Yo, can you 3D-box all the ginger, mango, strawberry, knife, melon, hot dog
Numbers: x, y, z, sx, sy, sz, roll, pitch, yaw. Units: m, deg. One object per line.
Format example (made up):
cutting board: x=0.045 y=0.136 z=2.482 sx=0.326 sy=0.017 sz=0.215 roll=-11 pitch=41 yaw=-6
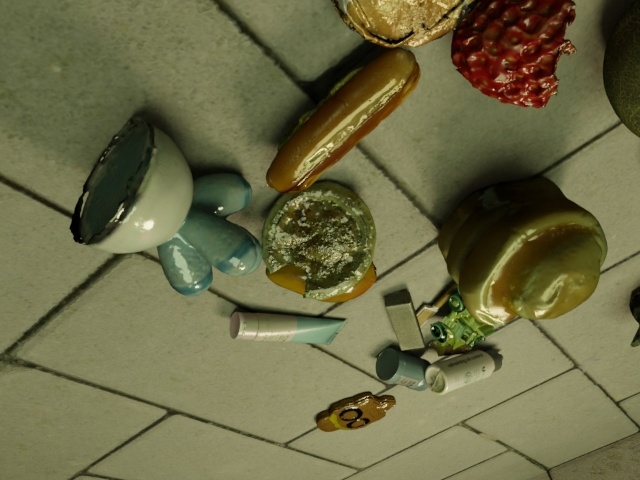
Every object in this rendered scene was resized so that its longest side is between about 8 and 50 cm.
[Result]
ginger: x=0.398 y=0.334 z=1.494 sx=0.137 sy=0.044 sz=0.057 roll=8 pitch=104 yaw=-23
mango: x=0.002 y=0.079 z=1.103 sx=0.253 sy=0.113 sz=0.138 roll=3 pitch=146 yaw=-10
strawberry: x=0.304 y=-0.323 z=0.774 sx=0.178 sy=0.234 sz=0.234 roll=11 pitch=138 yaw=18
knife: x=0.300 y=0.189 z=1.344 sx=0.046 sy=0.022 sz=0.256 roll=17 pitch=131 yaw=-22
melon: x=0.611 y=-0.287 z=0.809 sx=0.237 sy=0.237 sz=0.302 roll=-34 pitch=132 yaw=19
hot dog: x=0.023 y=-0.198 z=0.830 sx=0.337 sy=0.135 sz=0.100 roll=-40 pitch=93 yaw=18

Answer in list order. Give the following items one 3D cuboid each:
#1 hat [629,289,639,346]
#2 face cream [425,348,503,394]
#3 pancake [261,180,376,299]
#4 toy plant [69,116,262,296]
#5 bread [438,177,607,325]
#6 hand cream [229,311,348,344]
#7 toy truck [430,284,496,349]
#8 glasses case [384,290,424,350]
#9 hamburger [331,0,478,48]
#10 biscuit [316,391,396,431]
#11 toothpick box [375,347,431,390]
hat: x=1.010 y=0.205 z=1.455 sx=0.266 sy=0.128 sz=0.265 roll=-16 pitch=148 yaw=-10
face cream: x=0.460 y=0.393 z=1.497 sx=0.311 sy=0.092 sz=0.092 roll=-4 pitch=137 yaw=-34
pancake: x=0.000 y=0.000 z=1.003 sx=0.254 sy=0.037 sz=0.253 roll=-1 pitch=103 yaw=-3
toy plant: x=-0.232 y=-0.032 z=0.870 sx=0.247 sy=0.247 sz=0.332 roll=-38 pitch=134 yaw=22
bread: x=0.393 y=0.010 z=0.985 sx=0.301 sy=0.341 sz=0.210 roll=-29 pitch=110 yaw=19
hand cream: x=-0.079 y=0.229 z=1.278 sx=0.312 sy=0.070 sz=0.111 roll=10 pitch=129 yaw=-33
toy truck: x=0.404 y=0.204 z=1.283 sx=0.128 sy=0.135 sz=0.259 roll=-12 pitch=144 yaw=-32
glasses case: x=0.232 y=0.222 z=1.330 sx=0.071 sy=0.047 sz=0.205 roll=-12 pitch=131 yaw=15
hamburger: x=0.119 y=-0.386 z=0.688 sx=0.231 sy=0.106 sz=0.231 roll=-7 pitch=139 yaw=-6
biscuit: x=0.126 y=0.608 z=1.697 sx=0.290 sy=0.041 sz=0.208 roll=-22 pitch=135 yaw=8
toothpick box: x=0.255 y=0.392 z=1.475 sx=0.153 sy=0.101 sz=0.101 roll=24 pitch=124 yaw=-30
